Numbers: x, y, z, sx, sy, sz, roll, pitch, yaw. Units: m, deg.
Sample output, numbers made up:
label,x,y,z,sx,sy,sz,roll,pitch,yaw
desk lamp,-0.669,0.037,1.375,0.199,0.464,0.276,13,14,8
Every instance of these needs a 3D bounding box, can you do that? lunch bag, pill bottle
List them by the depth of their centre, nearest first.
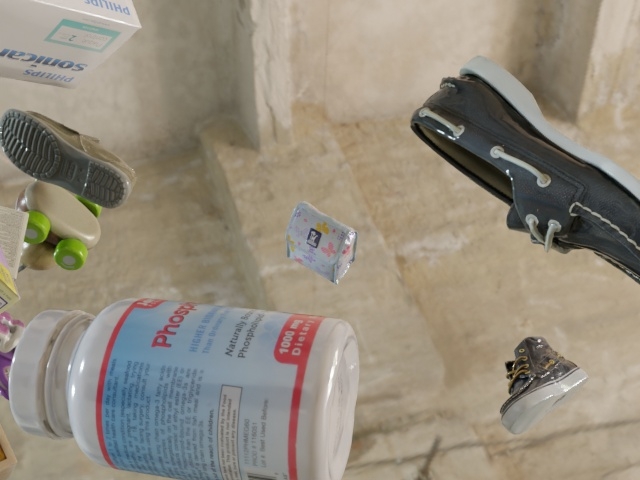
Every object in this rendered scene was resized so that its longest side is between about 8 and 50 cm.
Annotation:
label,x,y,z,sx,sy,sz,roll,pitch,yaw
pill bottle,-0.066,0.074,0.428,0.160,0.087,0.087,5,-39,12
lunch bag,0.000,0.000,0.941,0.053,0.071,0.083,-52,-17,-29

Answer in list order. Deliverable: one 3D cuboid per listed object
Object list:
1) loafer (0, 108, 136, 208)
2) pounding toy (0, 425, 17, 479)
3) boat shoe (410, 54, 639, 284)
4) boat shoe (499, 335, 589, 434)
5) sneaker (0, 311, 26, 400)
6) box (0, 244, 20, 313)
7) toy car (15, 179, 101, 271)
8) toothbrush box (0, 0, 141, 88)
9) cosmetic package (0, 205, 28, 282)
label,x,y,z,sx,sy,sz,roll,pitch,yaw
loafer,-0.407,-0.133,1.394,0.251,0.087,0.094,32,-70,5
pounding toy,-0.475,0.279,1.098,0.141,0.130,0.100,-20,-19,-36
boat shoe,0.194,-0.040,0.734,0.091,0.302,0.114,-39,-39,-1
boat shoe,0.246,0.170,1.029,0.183,0.083,0.065,-9,-43,-51
sneaker,-0.425,0.202,1.292,0.236,0.095,0.104,34,-85,-22
box,-0.495,0.044,0.972,0.243,0.213,0.117,-36,-45,-4
toy car,-0.483,-0.006,1.461,0.188,0.155,0.149,-33,-57,26
toothbrush box,-0.334,-0.314,0.838,0.126,0.295,0.216,-30,-18,32
cosmetic package,-0.430,0.010,1.146,0.060,0.115,0.041,17,-44,-22
